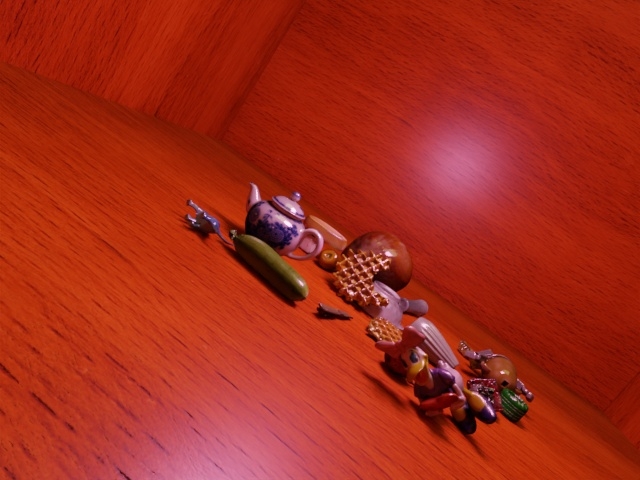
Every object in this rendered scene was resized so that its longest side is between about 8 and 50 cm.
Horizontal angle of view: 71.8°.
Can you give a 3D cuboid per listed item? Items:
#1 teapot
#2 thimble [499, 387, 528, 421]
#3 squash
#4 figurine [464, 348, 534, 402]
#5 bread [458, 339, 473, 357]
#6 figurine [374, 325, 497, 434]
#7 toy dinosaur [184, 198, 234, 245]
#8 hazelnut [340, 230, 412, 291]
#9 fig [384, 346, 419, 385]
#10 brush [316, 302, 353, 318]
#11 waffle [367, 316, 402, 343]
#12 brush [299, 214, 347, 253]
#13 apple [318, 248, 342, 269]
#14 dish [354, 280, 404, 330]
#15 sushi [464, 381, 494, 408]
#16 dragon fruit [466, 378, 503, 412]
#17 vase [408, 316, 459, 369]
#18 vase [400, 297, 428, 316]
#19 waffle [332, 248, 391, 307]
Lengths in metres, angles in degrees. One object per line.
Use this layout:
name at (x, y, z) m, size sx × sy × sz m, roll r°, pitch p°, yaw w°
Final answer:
teapot at (-0.165, -0.079, 1.806) m, size 0.424 × 0.280 × 0.252 m, roll 39°, pitch 12°, yaw 16°
thimble at (0.797, 0.686, 1.847) m, size 0.118 × 0.090 × 0.130 m, roll 38°, pitch 11°, yaw 23°
squash at (-0.183, 0.080, 1.535) m, size 0.379 × 0.101 × 0.101 m, roll 36°, pitch 10°, yaw 21°
figurine at (0.810, 0.610, 2.036) m, size 0.343 × 0.167 × 0.285 m, roll 14°, pitch 1°, yaw 3°
bread at (0.763, 0.578, 2.328) m, size 0.066 × 0.060 × 0.110 m, roll 15°, pitch 20°, yaw -23°
figurine at (0.358, 0.426, 1.353) m, size 0.421 × 0.154 × 0.193 m, roll 37°, pitch 32°, yaw -24°
toy dinosaur at (-0.412, -0.066, 1.562) m, size 0.144 × 0.076 × 0.329 m, roll 36°, pitch -3°, yaw -35°
hazelnut at (0.284, 0.107, 2.235) m, size 0.366 × 0.366 × 0.366 m, roll 33°, pitch 10°, yaw -7°
fig at (0.276, 0.405, 1.483) m, size 0.128 × 0.150 × 0.128 m, roll 1°, pitch 25°, yaw 0°
brush at (0.053, 0.267, 1.613) m, size 0.043 × 0.036 × 0.248 m, roll 45°, pitch 7°, yaw 29°
waffle at (0.285, 0.392, 1.727) m, size 0.238 × 0.058 × 0.243 m, roll 40°, pitch 13°, yaw 12°
brush at (0.000, 0.000, 2.257) m, size 0.267 × 0.166 × 0.174 m, roll 35°, pitch 9°, yaw 25°
apple at (0.045, 0.093, 2.157) m, size 0.114 × 0.099 × 0.102 m, roll 13°, pitch -16°, yaw 21°
dish at (0.281, 0.275, 2.037) m, size 0.303 × 0.120 × 0.303 m, roll 32°, pitch 11°, yaw -7°
sushi at (0.586, 0.585, 1.623) m, size 0.084 × 0.098 × 0.094 m, roll 30°, pitch 20°, yaw 1°
dragon fruit at (0.645, 0.619, 1.754) m, size 0.127 × 0.120 × 0.161 m, roll -3°, pitch -28°, yaw 11°
vase at (0.474, 0.447, 1.867) m, size 0.248 × 0.128 × 0.128 m, roll 48°, pitch 15°, yaw 21°
vase at (0.495, 0.360, 2.412) m, size 0.219 × 0.096 × 0.096 m, roll 17°, pitch 19°, yaw -49°
waffle at (0.182, 0.166, 1.955) m, size 0.260 × 0.069 × 0.293 m, roll 11°, pitch 50°, yaw 2°
